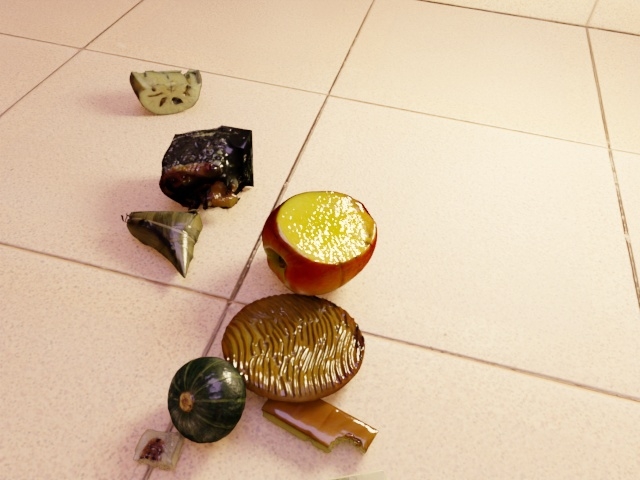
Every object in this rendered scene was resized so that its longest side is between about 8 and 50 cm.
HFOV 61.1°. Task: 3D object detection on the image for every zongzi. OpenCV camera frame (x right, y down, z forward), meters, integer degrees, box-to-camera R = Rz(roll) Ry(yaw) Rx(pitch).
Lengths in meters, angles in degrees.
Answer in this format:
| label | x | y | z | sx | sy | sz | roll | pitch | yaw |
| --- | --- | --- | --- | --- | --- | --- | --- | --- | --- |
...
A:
| label | x | y | z | sx | sy | sz | roll | pitch | yaw |
| --- | --- | --- | --- | --- | --- | --- | --- | --- | --- |
| zongzi | -0.419 | 0.012 | 1.390 | 0.205 | 0.094 | 0.204 | 2 | 54 | 2 |

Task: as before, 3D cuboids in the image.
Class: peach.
| label | x | y | z | sx | sy | sz | roll | pitch | yaw |
| --- | --- | --- | --- | --- | --- | --- | --- | --- | --- |
| peach | 0.000 | 0.000 | 1.329 | 0.275 | 0.245 | 0.248 | -21 | 91 | -17 |

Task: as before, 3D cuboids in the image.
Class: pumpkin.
| label | x | y | z | sx | sy | sz | roll | pitch | yaw |
| --- | --- | --- | --- | --- | --- | --- | --- | --- | --- |
| pumpkin | -0.225 | 0.311 | 1.073 | 0.167 | 0.167 | 0.125 | 41 | 26 | 30 |

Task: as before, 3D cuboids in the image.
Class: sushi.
| label | x | y | z | sx | sy | sz | roll | pitch | yaw |
| --- | --- | --- | --- | --- | --- | --- | --- | --- | --- |
| sushi | -0.318 | -0.183 | 1.492 | 0.228 | 0.215 | 0.212 | 10 | 47 | 4 |

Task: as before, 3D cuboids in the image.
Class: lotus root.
| label | x | y | z | sx | sy | sz | roll | pitch | yaw |
| --- | --- | --- | --- | --- | --- | --- | --- | --- | --- |
| lotus root | -0.519 | -0.511 | 1.849 | 0.235 | 0.138 | 0.118 | -12 | 54 | -16 |

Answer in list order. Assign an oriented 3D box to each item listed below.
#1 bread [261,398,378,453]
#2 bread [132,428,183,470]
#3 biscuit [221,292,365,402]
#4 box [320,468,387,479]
| label | x | y | z | sx | sy | sz | roll | pitch | yaw |
| --- | --- | --- | --- | --- | --- | --- | --- | --- | --- |
| bread | -0.003 | 0.370 | 1.100 | 0.226 | 0.049 | 0.088 | 24 | 47 | 18 |
| bread | -0.313 | 0.403 | 1.054 | 0.084 | 0.035 | 0.070 | 8 | 45 | 7 |
| biscuit | -0.059 | 0.223 | 1.206 | 0.319 | 0.040 | 0.317 | 3 | 34 | -2 |
| box | -0.016 | 0.474 | 0.919 | 0.257 | 0.164 | 0.069 | -6 | 45 | -10 |
